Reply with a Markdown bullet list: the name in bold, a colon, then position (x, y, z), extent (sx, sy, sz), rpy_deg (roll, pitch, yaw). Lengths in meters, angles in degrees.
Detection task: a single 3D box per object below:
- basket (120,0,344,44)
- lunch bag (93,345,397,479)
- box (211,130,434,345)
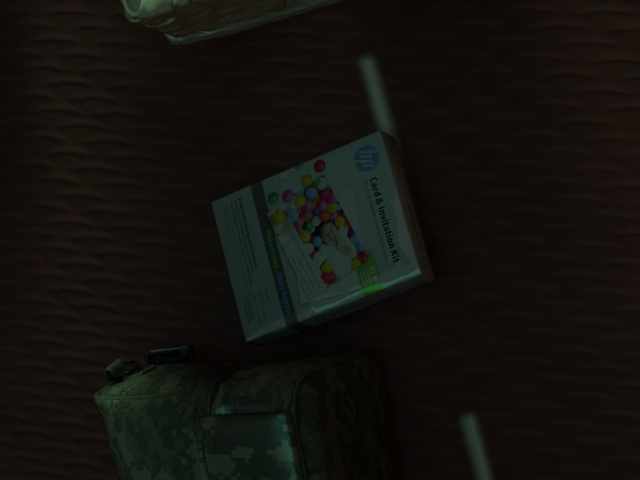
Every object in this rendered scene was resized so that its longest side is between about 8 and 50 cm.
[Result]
- **basket**: position (-0.040, -0.364, 1.368), extent (0.328, 0.266, 0.331), rpy_deg (-17, 92, 6)
- **lunch bag**: position (-0.073, 0.250, 1.535), extent (0.256, 0.212, 0.305), rpy_deg (-8, 93, 23)
- **box**: position (0.000, 0.000, 1.542), extent (0.186, 0.038, 0.145), rpy_deg (-21, 72, 20)
